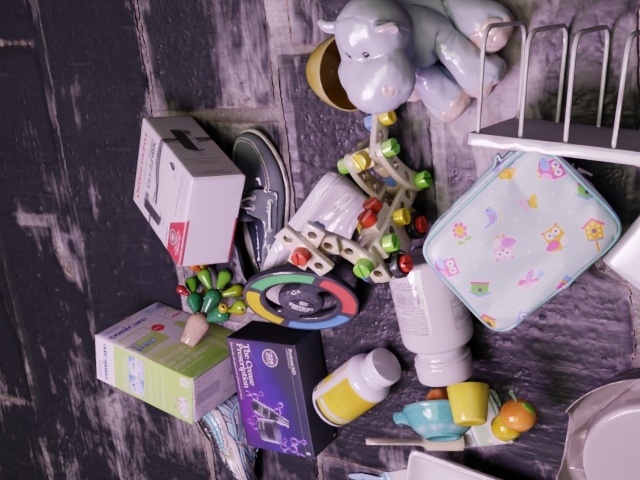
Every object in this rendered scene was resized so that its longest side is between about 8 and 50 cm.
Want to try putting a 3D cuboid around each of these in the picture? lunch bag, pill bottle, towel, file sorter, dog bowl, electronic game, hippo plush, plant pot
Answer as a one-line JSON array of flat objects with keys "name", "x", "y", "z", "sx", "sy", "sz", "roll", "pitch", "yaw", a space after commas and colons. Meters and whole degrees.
[{"name": "lunch bag", "x": 0.313, "y": -0.016, "z": 1.286, "sx": 0.224, "sy": 0.108, "sz": 0.279, "roll": 47, "pitch": 108, "yaw": 4}, {"name": "pill bottle", "x": 0.074, "y": 0.288, "z": 1.614, "sx": 0.103, "sy": 0.103, "sz": 0.184, "roll": 52, "pitch": 128, "yaw": 6}, {"name": "towel", "x": 0.282, "y": 0.344, "z": 1.545, "sx": 0.152, "sy": 0.023, "sz": 0.113, "roll": -19, "pitch": 96, "yaw": 38}, {"name": "file sorter", "x": 0.381, "y": -0.216, "z": 1.157, "sx": 0.278, "sy": 0.193, "sz": 0.173, "roll": 12, "pitch": 111, "yaw": 30}, {"name": "dog bowl", "x": 0.559, "y": 0.362, "z": 1.314, "sx": 0.349, "sy": 0.102, "sz": 0.348, "roll": 13, "pitch": 115, "yaw": 29}, {"name": "electronic game", "x": -0.037, "y": 0.115, "z": 1.585, "sx": 0.229, "sy": 0.048, "sz": 0.229, "roll": 5, "pitch": 147, "yaw": 3}, {"name": "hippo plush", "x": 0.145, "y": -0.309, "z": 1.240, "sx": 0.234, "sy": 0.237, "sz": 0.294, "roll": 10, "pitch": 114, "yaw": 36}, {"name": "pill bottle", "x": 0.202, "y": 0.135, "z": 1.449, "sx": 0.131, "sy": 0.131, "sz": 0.229, "roll": -5, "pitch": 104, "yaw": 35}, {"name": "plant pot", "x": 0.028, "y": -0.296, "z": 1.416, "sx": 0.095, "sy": 0.134, "sz": 0.134, "roll": 20, "pitch": 121, "yaw": 55}]

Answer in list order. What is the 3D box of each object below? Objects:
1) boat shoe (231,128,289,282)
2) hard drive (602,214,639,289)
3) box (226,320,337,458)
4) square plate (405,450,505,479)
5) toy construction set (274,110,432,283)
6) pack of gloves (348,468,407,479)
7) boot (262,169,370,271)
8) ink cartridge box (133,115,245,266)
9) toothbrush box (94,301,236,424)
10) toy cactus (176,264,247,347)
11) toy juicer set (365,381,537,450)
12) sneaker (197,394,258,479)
[{"name": "boat shoe", "x": -0.131, "y": -0.059, "z": 1.620, "sx": 0.116, "sy": 0.099, "sz": 0.319, "roll": 5, "pitch": 110, "yaw": 33}, {"name": "hard drive", "x": 0.609, "y": -0.028, "z": 1.164, "sx": 0.233, "sy": 0.047, "sz": 0.353, "roll": 41, "pitch": 126, "yaw": 15}, {"name": "box", "x": -0.081, "y": 0.315, "z": 1.734, "sx": 0.184, "sy": 0.103, "sz": 0.261, "roll": 0, "pitch": 108, "yaw": 31}, {"name": "square plate", "x": 0.319, "y": 0.584, "z": 1.567, "sx": 0.344, "sy": 0.049, "sz": 0.347, "roll": 14, "pitch": 116, "yaw": 17}, {"name": "toy construction set", "x": 0.077, "y": -0.052, "z": 1.371, "sx": 0.151, "sy": 0.327, "sz": 0.215, "roll": -4, "pitch": 130, "yaw": 48}, {"name": "pack of gloves", "x": 0.153, "y": 0.579, "z": 1.710, "sx": 0.232, "sy": 0.046, "sz": 0.195, "roll": -18, "pitch": 98, "yaw": 37}, {"name": "boot", "x": 0.000, "y": 0.000, "z": 1.541, "sx": 0.123, "sy": 0.095, "sz": 0.258, "roll": 40, "pitch": 113, "yaw": 12}, {"name": "ink cartridge box", "x": -0.269, "y": -0.105, "z": 1.620, "sx": 0.273, "sy": 0.114, "sz": 0.197, "roll": 47, "pitch": 133, "yaw": 45}, {"name": "toothbrush box", "x": -0.326, "y": 0.264, "z": 1.811, "sx": 0.283, "sy": 0.206, "sz": 0.122, "roll": 17, "pitch": 117, "yaw": 29}, {"name": "toy cactus", "x": -0.244, "y": 0.140, "z": 1.742, "sx": 0.219, "sy": 0.112, "sz": 0.180, "roll": 20, "pitch": 76, "yaw": 35}, {"name": "toy juicer set", "x": 0.247, "y": 0.314, "z": 1.459, "sx": 0.329, "sy": 0.209, "sz": 0.089, "roll": -40, "pitch": 45, "yaw": 55}, {"name": "sneaker", "x": -0.176, "y": 0.464, "z": 1.850, "sx": 0.110, "sy": 0.122, "sz": 0.283, "roll": 36, "pitch": 152, "yaw": 45}]
